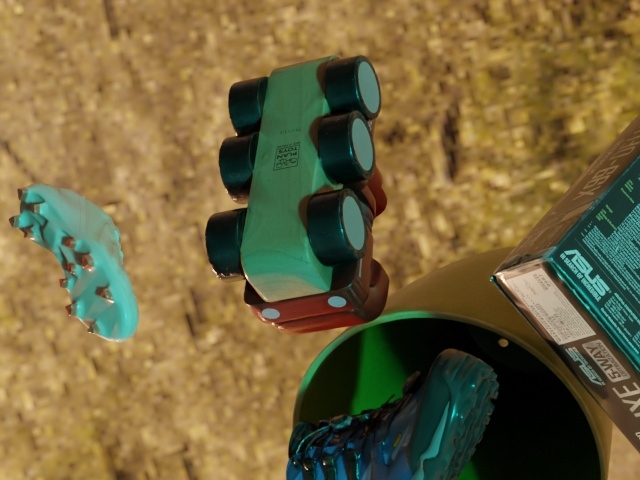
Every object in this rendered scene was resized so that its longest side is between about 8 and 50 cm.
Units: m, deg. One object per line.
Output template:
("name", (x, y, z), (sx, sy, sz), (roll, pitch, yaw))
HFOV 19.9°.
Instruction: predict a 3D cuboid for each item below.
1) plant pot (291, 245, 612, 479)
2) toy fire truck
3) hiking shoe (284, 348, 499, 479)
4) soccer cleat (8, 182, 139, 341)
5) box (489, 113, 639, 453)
("plant pot", (0.151, 0.125, 1.658), (0.275, 0.293, 0.274), (8, 116, 17))
("toy fire truck", (0.000, 0.000, 1.532), (0.246, 0.159, 0.217), (55, -148, -45))
("hiking shoe", (0.033, 0.182, 1.454), (0.132, 0.113, 0.304), (35, 131, 8))
("soccer cleat", (-0.189, 0.012, 1.523), (0.196, 0.076, 0.068), (48, 126, 40))
("box", (0.303, 0.056, 1.305), (0.307, 0.242, 0.076), (49, 152, -8))
